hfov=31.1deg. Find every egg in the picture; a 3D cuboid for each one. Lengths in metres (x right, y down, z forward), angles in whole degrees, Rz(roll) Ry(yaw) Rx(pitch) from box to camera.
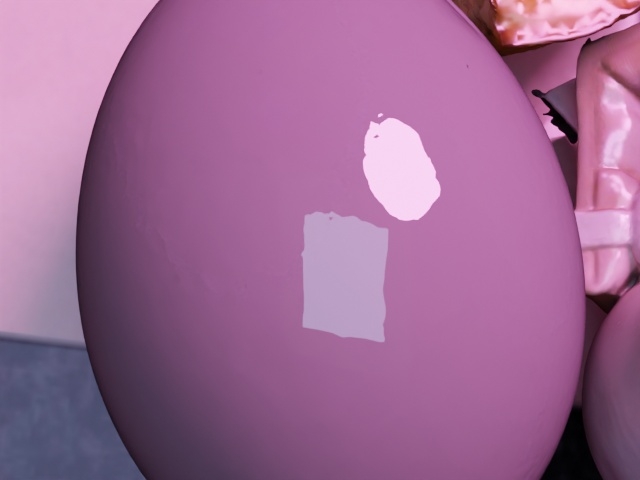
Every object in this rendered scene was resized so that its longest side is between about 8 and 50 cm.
[{"bbox_3d":[0.000,0.000,0.410,0.176,0.176,0.232,-13,74,-6],"label":"egg"}]

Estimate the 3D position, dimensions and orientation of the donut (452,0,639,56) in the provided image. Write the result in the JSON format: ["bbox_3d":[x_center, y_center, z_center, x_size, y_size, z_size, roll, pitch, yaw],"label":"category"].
[{"bbox_3d":[0.101,-0.208,0.490,0.151,0.112,0.295,-8,79,-12],"label":"donut"}]

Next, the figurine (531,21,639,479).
[{"bbox_3d":[0.164,0.027,0.430,0.141,0.162,0.237,-13,66,24],"label":"figurine"}]
